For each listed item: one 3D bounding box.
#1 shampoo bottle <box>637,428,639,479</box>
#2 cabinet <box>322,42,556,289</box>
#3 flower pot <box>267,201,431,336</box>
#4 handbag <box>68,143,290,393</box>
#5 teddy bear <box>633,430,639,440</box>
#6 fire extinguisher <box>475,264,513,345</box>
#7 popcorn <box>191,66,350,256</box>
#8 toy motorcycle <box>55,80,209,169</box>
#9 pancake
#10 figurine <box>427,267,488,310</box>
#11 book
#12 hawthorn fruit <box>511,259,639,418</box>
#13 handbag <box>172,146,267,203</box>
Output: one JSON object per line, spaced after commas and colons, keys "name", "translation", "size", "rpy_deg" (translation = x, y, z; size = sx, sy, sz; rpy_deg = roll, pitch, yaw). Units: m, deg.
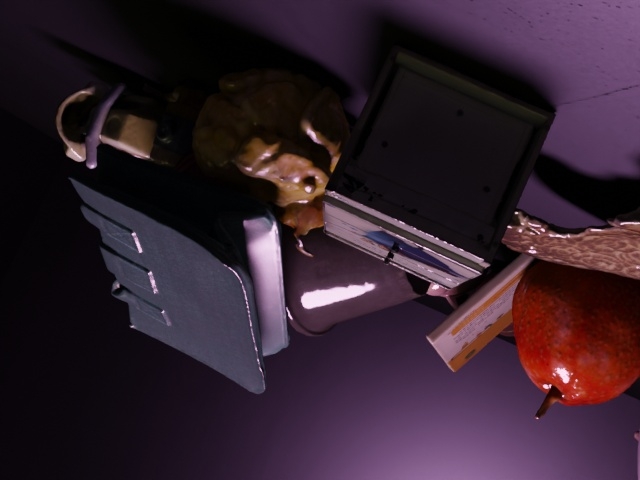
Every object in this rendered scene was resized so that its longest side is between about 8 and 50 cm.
{"name": "shampoo bottle", "translation": [0.429, 0.179, 0.749], "size": [0.273, 0.266, 0.273], "rpy_deg": [9, 174, 1]}
{"name": "cabinet", "translation": [0.095, -0.053, 0.766], "size": [0.145, 0.150, 0.206], "rpy_deg": [25, 174, 4]}
{"name": "flower pot", "translation": [0.057, -0.010, 1.095], "size": [0.166, 0.269, 0.269], "rpy_deg": [-3, 162, 24]}
{"name": "handbag", "translation": [-0.154, 0.040, 0.998], "size": [0.238, 0.089, 0.326], "rpy_deg": [24, 149, 17]}
{"name": "teddy bear", "translation": [0.621, 0.299, 0.957], "size": [0.375, 0.327, 0.362], "rpy_deg": [48, 142, -3]}
{"name": "fire extinguisher", "translation": [0.326, 0.125, 1.537], "size": [0.105, 0.141, 0.341], "rpy_deg": [28, 179, 19]}
{"name": "popcorn", "translation": [-0.047, -0.093, 0.925], "size": [0.168, 0.173, 0.195], "rpy_deg": [-15, 156, 4]}
{"name": "toy motorcycle", "translation": [-0.248, -0.153, 1.315], "size": [0.410, 0.168, 0.237], "rpy_deg": [13, 175, 36]}
{"name": "pancake", "translation": [0.301, 0.006, 0.783], "size": [0.286, 0.033, 0.288], "rpy_deg": [13, 172, 11]}
{"name": "figurine", "translation": [0.181, 0.024, 1.211], "size": [0.125, 0.138, 0.125], "rpy_deg": [27, 170, 5]}
{"name": "book", "translation": [0.257, 0.105, 1.254], "size": [0.020, 0.208, 0.295], "rpy_deg": [50, 180, 21]}
{"name": "hawthorn fruit", "translation": [0.330, 0.132, 1.095], "size": [0.197, 0.225, 0.196], "rpy_deg": [26, 167, 7]}
{"name": "handbag", "translation": [-0.140, -0.034, 1.140], "size": [0.146, 0.135, 0.225], "rpy_deg": [12, 146, -25]}
